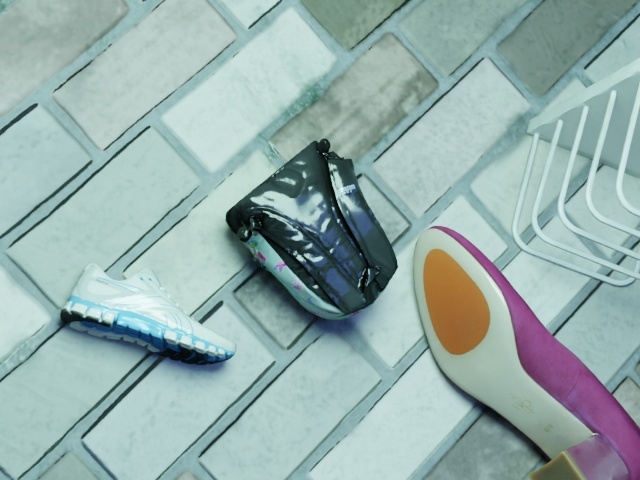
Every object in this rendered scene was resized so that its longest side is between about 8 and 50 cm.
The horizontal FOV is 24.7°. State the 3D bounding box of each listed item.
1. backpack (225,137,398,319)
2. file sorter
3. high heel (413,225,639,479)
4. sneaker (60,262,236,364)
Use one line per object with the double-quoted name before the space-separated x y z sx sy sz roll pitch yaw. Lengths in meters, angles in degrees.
"backpack" 0.000 0.000 1.616 0.152 0.115 0.182 -41 93 -12
"file sorter" 0.364 -0.064 1.677 0.193 0.278 0.173 21 75 -14
"high heel" 0.246 0.140 1.696 0.181 0.127 0.377 -17 77 -51
"sneaker" -0.175 0.074 1.561 0.191 0.071 0.083 21 65 -14
